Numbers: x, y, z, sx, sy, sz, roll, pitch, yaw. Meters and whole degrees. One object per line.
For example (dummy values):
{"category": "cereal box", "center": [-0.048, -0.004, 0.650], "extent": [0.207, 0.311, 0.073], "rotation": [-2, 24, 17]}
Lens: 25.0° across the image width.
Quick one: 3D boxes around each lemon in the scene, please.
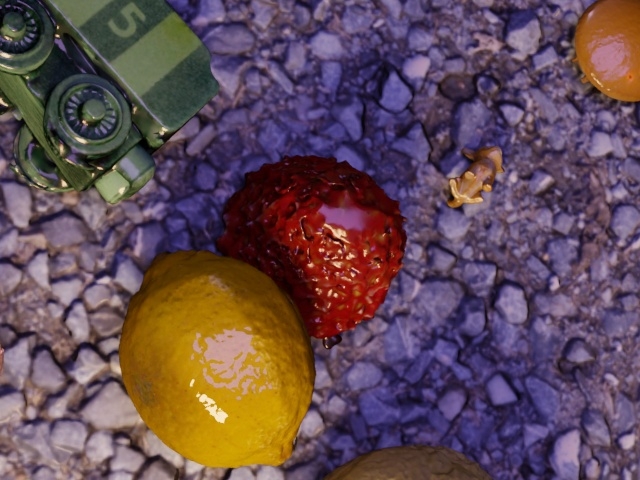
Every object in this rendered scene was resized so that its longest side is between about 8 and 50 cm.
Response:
{"category": "lemon", "center": [-0.111, 0.128, 1.547], "extent": [0.204, 0.204, 0.260], "rotation": [-27, 87, -21]}

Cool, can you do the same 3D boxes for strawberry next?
{"category": "strawberry", "center": [0.000, 0.000, 1.626], "extent": [0.234, 0.178, 0.234], "rotation": [2, 79, -12]}

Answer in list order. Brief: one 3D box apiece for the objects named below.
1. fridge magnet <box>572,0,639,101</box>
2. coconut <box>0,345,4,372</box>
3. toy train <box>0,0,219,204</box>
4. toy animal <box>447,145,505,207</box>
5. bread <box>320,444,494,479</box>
{"category": "fridge magnet", "center": [0.391, -0.247, 1.859], "extent": [0.143, 0.063, 0.143], "rotation": [3, 79, -17]}
{"category": "coconut", "center": [-0.451, 0.129, 1.421], "extent": [0.245, 0.233, 0.233], "rotation": [-41, 95, -24]}
{"category": "toy train", "center": [-0.270, -0.192, 1.580], "extent": [0.299, 0.167, 0.238], "rotation": [49, 60, -7]}
{"category": "toy animal", "center": [0.192, -0.081, 1.776], "extent": [0.060, 0.081, 0.083], "rotation": [32, 36, -3]}
{"category": "bread", "center": [0.092, 0.380, 1.553], "extent": [0.320, 0.237, 0.320], "rotation": [2, 84, -20]}
